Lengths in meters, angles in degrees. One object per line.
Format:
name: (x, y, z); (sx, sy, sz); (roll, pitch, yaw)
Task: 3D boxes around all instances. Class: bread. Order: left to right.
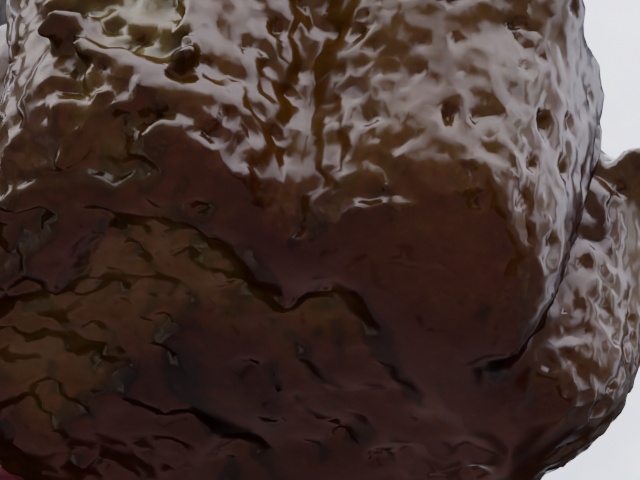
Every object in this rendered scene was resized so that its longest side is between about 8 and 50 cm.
bread: (-0.023, -0.004, 0.556); (0.247, 0.135, 0.232); (-13, -45, 27)

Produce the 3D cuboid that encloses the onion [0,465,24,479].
onion: (-0.145, 0.163, 0.701); (0.230, 0.272, 0.256); (0, -46, -23)
